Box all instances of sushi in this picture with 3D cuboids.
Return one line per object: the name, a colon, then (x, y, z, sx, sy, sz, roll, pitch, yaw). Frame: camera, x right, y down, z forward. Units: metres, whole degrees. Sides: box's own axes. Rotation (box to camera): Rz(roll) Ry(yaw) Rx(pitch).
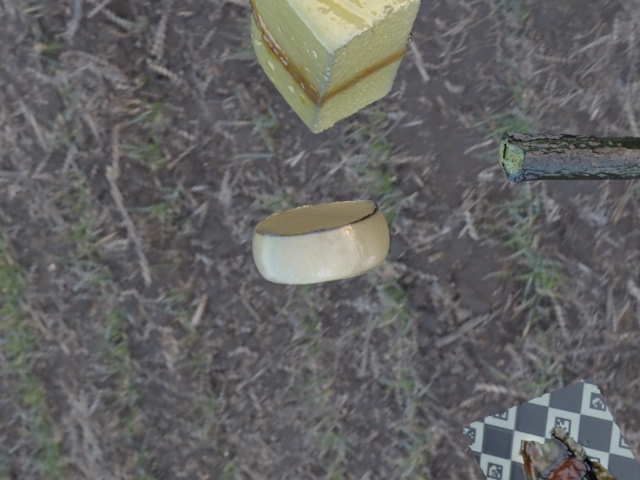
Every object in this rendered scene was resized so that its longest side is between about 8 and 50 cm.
sushi: (0.195, 0.180, 0.943, 0.126, 0.026, 0.120, -29, 86, 29)

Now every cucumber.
cucumber: (0.355, -0.107, 1.502, 0.245, 0.067, 0.067, 0, 112, 1)

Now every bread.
bread: (0.004, -0.264, 1.412, 0.178, 0.135, 0.240, 53, 162, 14)

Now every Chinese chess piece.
Chinese chess piece: (0.000, 0.000, 2.110, 0.250, 0.250, 0.103, -1, 106, 28)
